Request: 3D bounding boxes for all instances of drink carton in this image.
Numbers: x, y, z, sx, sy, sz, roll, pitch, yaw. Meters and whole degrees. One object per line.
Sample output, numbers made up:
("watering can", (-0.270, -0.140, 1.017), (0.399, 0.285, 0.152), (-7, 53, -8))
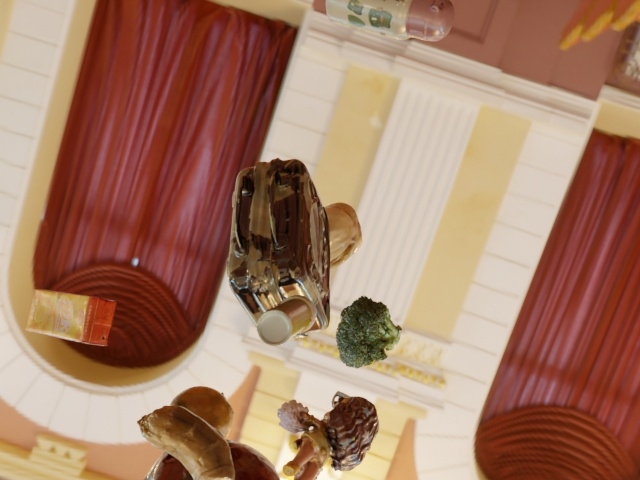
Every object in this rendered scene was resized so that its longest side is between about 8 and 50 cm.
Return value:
("drink carton", (-0.524, 0.159, 1.671), (0.223, 0.096, 0.071), (3, 169, 43))

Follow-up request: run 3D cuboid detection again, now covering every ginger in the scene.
("ginger", (-0.202, 0.327, 1.263), (0.190, 0.095, 0.069), (38, 154, -4))

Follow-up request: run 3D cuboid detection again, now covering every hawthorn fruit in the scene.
("hawthorn fruit", (-0.195, 0.505, 1.459), (0.316, 0.316, 0.316), (18, -170, -3))

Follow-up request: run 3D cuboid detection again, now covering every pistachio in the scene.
("pistachio", (0.000, 0.000, 1.991), (0.157, 0.229, 0.157), (41, -151, -29))

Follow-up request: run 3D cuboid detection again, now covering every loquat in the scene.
("loquat", (-0.250, 0.370, 1.660), (0.141, 0.141, 0.141), (18, -170, -3))

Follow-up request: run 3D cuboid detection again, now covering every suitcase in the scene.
("suitcase", (-0.097, -0.001, 1.683), (0.194, 0.351, 0.339), (-10, 143, 12))

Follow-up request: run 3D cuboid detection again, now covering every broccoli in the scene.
("broccoli", (0.109, 0.226, 1.952), (0.156, 0.195, 0.195), (12, -168, -30))

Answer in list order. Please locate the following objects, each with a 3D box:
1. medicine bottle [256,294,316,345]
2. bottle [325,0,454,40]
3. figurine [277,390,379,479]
("medicine bottle", (-0.059, 0.143, 1.421), (0.074, 0.074, 0.218), (20, -176, 8))
("bottle", (0.144, -0.468, 1.608), (0.253, 0.120, 0.120), (22, -169, 21))
("figurine", (0.011, 0.360, 1.429), (0.116, 0.174, 0.240), (8, -155, 44))
